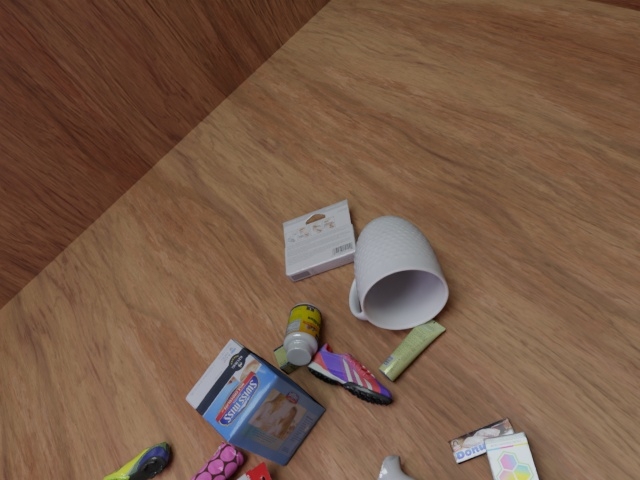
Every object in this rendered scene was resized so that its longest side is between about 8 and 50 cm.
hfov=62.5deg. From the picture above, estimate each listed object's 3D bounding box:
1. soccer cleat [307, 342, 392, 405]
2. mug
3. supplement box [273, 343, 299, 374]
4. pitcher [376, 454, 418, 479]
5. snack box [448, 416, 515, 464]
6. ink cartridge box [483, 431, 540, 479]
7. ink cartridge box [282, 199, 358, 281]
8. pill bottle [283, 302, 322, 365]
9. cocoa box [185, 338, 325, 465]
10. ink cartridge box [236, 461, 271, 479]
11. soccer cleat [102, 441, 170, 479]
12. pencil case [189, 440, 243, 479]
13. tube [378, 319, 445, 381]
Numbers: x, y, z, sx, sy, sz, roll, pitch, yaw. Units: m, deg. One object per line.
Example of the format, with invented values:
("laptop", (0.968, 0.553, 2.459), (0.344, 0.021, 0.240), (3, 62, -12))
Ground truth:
("soccer cleat", (0.103, 0.427, 1.695), (0.318, 0.108, 0.116), (14, 63, 39))
("mug", (0.218, 0.113, 1.764), (0.374, 0.276, 0.328), (-51, 29, 30))
("supplement box", (-0.108, 0.408, 1.857), (0.083, 0.056, 0.083), (-33, 48, 5))
("pitcher", (0.224, 0.718, 1.422), (0.207, 0.125, 0.177), (35, 100, 51))
("snack box", (0.449, 0.554, 1.459), (0.178, 0.022, 0.064), (-27, 51, 11))
("ink cartridge box", (0.501, 0.608, 1.350), (0.109, 0.062, 0.209), (-17, 58, 17))
("ink cartridge box", (0.000, 0.000, 2.075), (0.296, 0.066, 0.261), (-19, 51, 17))
("pill bottle", (-0.061, 0.322, 1.809), (0.117, 0.117, 0.215), (-18, 30, 18))
("cocoa box", (-0.189, 0.508, 1.639), (0.228, 0.347, 0.231), (29, 75, 39))
("ink cartridge box", (-0.226, 0.810, 1.628), (0.231, 0.078, 0.134), (-37, 48, 3))
("soccer cleat", (-0.653, 0.815, 1.883), (0.289, 0.093, 0.121), (-31, 18, 13))
("pencil case", (-0.348, 0.748, 1.686), (0.098, 0.095, 0.209), (43, 50, 9))
("tube", (0.288, 0.344, 1.681), (0.070, 0.062, 0.240), (44, 79, 3))
